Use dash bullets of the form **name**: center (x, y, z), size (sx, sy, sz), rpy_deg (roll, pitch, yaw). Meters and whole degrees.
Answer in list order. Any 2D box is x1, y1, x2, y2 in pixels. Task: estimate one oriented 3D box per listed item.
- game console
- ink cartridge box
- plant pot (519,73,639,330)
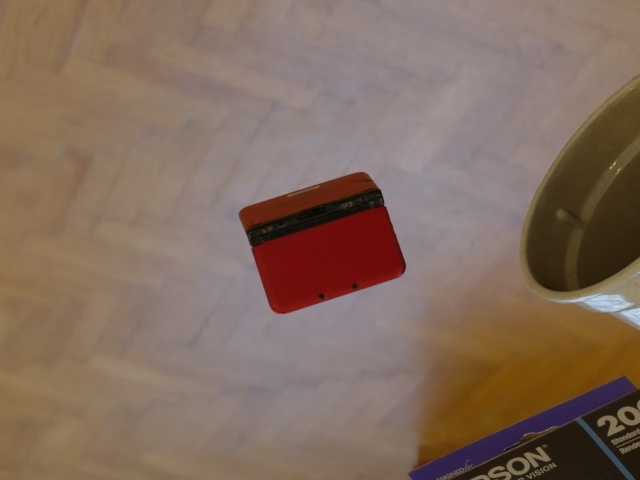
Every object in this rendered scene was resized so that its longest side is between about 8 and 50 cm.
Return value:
- **game console**: center (0.000, 0.000, 1.636), size (0.144, 0.124, 0.085), rpy_deg (-17, 109, -5)
- **ink cartridge box**: center (0.195, 0.185, 1.209), size (0.206, 0.208, 0.045), rpy_deg (-23, 127, -12)
- **plant pot**: center (0.454, 0.007, 1.848), size (0.305, 0.334, 0.334), rpy_deg (35, 136, -21)
